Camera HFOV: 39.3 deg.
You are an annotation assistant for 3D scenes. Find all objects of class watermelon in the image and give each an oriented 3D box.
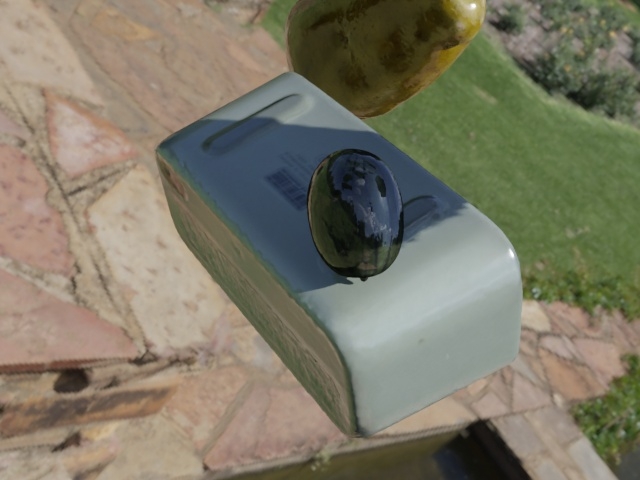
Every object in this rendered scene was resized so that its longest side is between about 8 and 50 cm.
[{"bbox_3d":[0.029,-0.019,0.723,0.078,0.078,0.111,-24,107,-60],"label":"watermelon"}]

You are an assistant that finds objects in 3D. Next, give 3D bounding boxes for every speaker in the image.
[{"bbox_3d":[0.000,0.000,0.904,0.184,0.183,0.406,-28,46,-19],"label":"speaker"}]

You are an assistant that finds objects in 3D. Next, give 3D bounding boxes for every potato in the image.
[{"bbox_3d":[0.075,-0.281,1.223,0.176,0.369,0.196,28,65,-29],"label":"potato"}]
